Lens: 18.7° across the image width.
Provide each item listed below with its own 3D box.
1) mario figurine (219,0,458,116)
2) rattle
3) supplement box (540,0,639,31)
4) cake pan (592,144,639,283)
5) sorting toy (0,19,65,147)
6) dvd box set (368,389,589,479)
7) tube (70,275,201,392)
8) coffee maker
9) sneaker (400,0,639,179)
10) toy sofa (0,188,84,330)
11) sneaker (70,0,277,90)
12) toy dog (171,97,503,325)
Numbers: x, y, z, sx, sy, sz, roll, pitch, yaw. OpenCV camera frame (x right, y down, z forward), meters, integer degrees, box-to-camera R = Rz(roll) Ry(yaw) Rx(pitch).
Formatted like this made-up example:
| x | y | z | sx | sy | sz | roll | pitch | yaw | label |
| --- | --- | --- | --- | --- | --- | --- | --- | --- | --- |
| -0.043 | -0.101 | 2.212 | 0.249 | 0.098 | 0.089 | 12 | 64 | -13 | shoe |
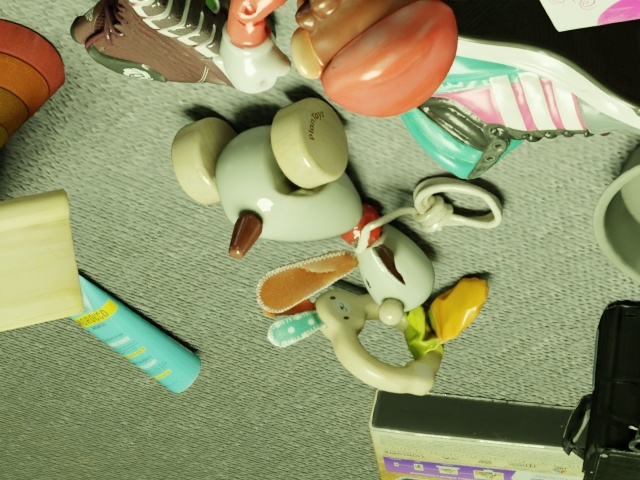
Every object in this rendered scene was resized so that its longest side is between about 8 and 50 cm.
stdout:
| x | y | z | sx | sy | sz | roll | pitch | yaw | label |
| --- | --- | --- | --- | --- | --- | --- | --- | --- | --- |
| -0.013 | -0.234 | 1.490 | 0.198 | 0.170 | 0.320 | -13 | 120 | 48 | mario figurine |
| 0.053 | 0.072 | 2.058 | 0.200 | 0.130 | 0.143 | 28 | 147 | -5 | rattle |
| 0.192 | -0.266 | 1.425 | 0.111 | 0.114 | 0.220 | -6 | 144 | 27 | supplement box |
| 0.403 | -0.024 | 1.817 | 0.293 | 0.054 | 0.293 | 9 | 150 | 5 | cake pan |
| -0.433 | -0.145 | 1.841 | 0.366 | 0.126 | 0.127 | 9 | 150 | 3 | sorting toy |
| 0.234 | 0.321 | 2.453 | 0.308 | 0.062 | 0.420 | 5 | 149 | 12 | dvd box set |
| -0.230 | 0.104 | 2.273 | 0.080 | 0.052 | 0.207 | -27 | 127 | 38 | tube |
| 0.341 | 0.161 | 2.027 | 0.120 | 0.178 | 0.171 | 18 | 152 | -15 | coffee maker |
| 0.186 | -0.117 | 1.663 | 0.296 | 0.123 | 0.178 | 20 | 145 | 1 | sneaker |
| -0.350 | -0.013 | 1.891 | 0.150 | 0.177 | 0.362 | -10 | -174 | -19 | toy sofa |
| -0.169 | -0.209 | 1.663 | 0.163 | 0.106 | 0.281 | -3 | 147 | 31 | sneaker |
| 0.000 | 0.000 | 1.894 | 0.334 | 0.161 | 0.220 | 27 | 147 | -24 | toy dog |
